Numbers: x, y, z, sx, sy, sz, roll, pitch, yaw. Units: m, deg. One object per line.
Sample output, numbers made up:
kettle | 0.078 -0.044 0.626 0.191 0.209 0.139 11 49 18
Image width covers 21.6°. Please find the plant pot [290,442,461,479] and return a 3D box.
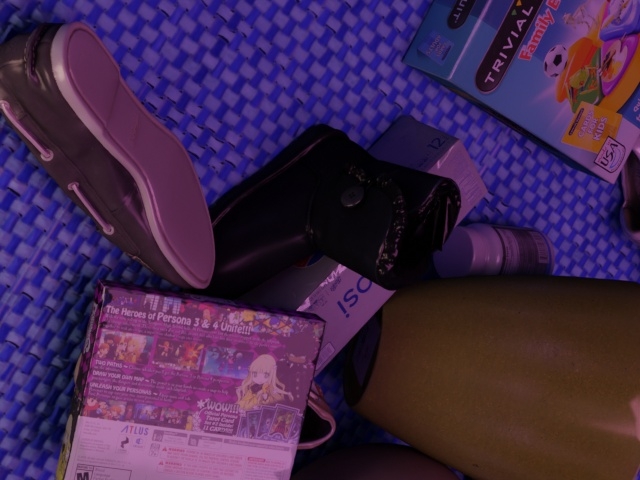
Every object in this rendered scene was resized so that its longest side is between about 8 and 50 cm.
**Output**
plant pot | 0.072 0.337 1.886 0.191 0.284 0.284 -57 149 -57

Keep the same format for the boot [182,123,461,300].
boot | 0.000 0.000 1.673 0.246 0.207 0.094 -44 132 -15

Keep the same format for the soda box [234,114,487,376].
soda box | 0.042 0.003 1.786 0.286 0.098 0.091 -47 132 -14

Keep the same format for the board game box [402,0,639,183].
board game box | 0.275 -0.239 1.884 0.336 0.079 0.254 25 93 -45

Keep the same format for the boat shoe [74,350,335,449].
boat shoe | -0.107 0.153 1.724 0.302 0.103 0.113 11 104 -42

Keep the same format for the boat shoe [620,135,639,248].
boat shoe | 0.418 -0.028 2.102 0.096 0.098 0.277 -32 119 -25

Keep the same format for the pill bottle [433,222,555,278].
pill bottle | 0.200 0.020 1.944 0.137 0.078 0.078 5 107 -42

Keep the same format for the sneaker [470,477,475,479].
sneaker | 0.256 0.237 2.081 0.162 0.106 0.281 -44 132 -20

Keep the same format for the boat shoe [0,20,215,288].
boat shoe | -0.199 -0.074 1.563 0.335 0.095 0.112 61 33 -44

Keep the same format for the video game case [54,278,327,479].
video game case | -0.126 0.158 1.639 0.232 0.042 0.210 10 99 -21

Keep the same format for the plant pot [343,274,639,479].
plant pot | 0.183 0.149 1.851 0.293 0.275 0.275 13 103 -12
